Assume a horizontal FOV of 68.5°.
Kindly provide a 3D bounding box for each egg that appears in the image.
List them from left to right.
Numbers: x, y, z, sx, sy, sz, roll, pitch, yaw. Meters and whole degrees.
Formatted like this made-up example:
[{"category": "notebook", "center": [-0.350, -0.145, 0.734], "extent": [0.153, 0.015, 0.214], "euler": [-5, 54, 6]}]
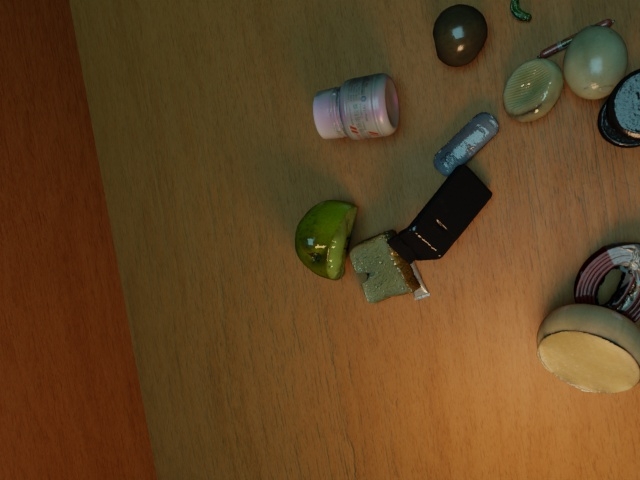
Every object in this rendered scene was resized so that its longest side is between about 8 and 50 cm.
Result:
[{"category": "egg", "center": [0.904, -0.588, 1.553], "extent": [0.186, 0.186, 0.254], "euler": [-9, 73, 26]}]

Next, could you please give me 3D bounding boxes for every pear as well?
[{"category": "pear", "center": [0.000, 0.000, 1.966], "extent": [0.238, 0.318, 0.343], "euler": [15, 102, 18]}]

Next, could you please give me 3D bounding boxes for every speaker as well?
[{"category": "speaker", "center": [0.450, -0.092, 1.805], "extent": [0.180, 0.184, 0.388], "euler": [43, 81, -10]}]

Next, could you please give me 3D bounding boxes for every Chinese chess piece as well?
[{"category": "Chinese chess piece", "center": [0.915, 0.369, 1.597], "extent": [0.337, 0.141, 0.338], "euler": [23, 142, 20]}]

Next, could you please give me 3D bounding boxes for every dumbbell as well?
[{"category": "dumbbell", "center": [0.989, -0.401, 1.460], "extent": [0.203, 0.322, 0.204], "euler": [3, 96, 25]}]

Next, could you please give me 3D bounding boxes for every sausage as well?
[{"category": "sausage", "center": [0.884, -0.701, 1.639], "extent": [0.253, 0.034, 0.034], "euler": [-23, 86, 26]}]

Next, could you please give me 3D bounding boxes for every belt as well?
[{"category": "belt", "center": [1.012, 0.150, 1.625], "extent": [0.227, 0.115, 0.324], "euler": [22, 104, 21]}]

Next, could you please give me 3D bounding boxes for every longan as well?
[{"category": "longan", "center": [0.509, -0.752, 1.726], "extent": [0.197, 0.198, 0.213], "euler": [10, 97, 24]}]

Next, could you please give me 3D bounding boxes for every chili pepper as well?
[{"category": "chili pepper", "center": [0.718, -0.836, 1.704], "extent": [0.055, 0.035, 0.118], "euler": [-22, 76, 13]}]

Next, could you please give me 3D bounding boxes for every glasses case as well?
[{"category": "glasses case", "center": [0.557, -0.367, 1.809], "extent": [0.282, 0.067, 0.109], "euler": [-45, 79, 24]}]

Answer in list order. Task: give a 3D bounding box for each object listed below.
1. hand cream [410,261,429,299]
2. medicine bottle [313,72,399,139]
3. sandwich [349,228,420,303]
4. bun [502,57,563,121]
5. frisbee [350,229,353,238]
[{"category": "hand cream", "center": [0.391, 0.149, 1.961], "extent": [0.067, 0.042, 0.195], "euler": [-21, 91, 18]}, {"category": "medicine bottle", "center": [0.144, -0.525, 1.890], "extent": [0.301, 0.241, 0.242], "euler": [-3, 94, 25]}, {"category": "sandwich", "center": [0.255, 0.114, 1.969], "extent": [0.248, 0.095, 0.274], "euler": [-27, 85, 41]}, {"category": "bun", "center": [0.762, -0.526, 1.672], "extent": [0.222, 0.127, 0.223], "euler": [-7, 82, 53]}, {"category": "frisbee", "center": [0.096, -0.045, 2.090], "extent": [0.110, 0.014, 0.110], "euler": [3, 98, 25]}]
